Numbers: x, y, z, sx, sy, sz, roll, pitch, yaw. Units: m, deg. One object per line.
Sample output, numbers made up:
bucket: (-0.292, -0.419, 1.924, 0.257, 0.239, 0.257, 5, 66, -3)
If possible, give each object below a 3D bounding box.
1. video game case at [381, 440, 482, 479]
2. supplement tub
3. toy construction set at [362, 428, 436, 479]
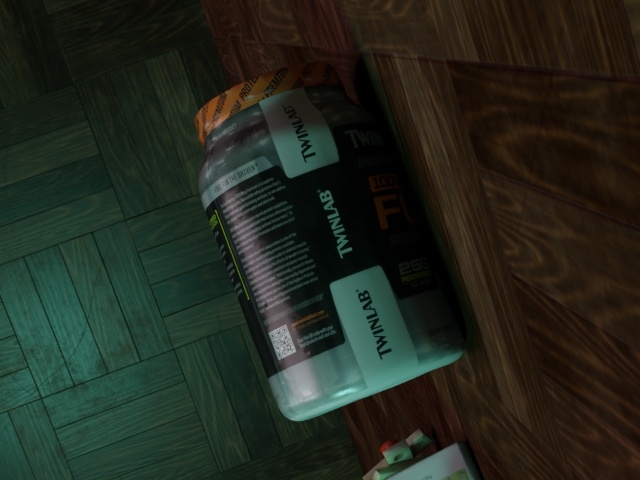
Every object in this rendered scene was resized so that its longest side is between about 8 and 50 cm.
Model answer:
video game case: (0.124, 0.363, 1.379, 0.023, 0.193, 0.212, 9, -127, -56)
supplement tub: (0.000, 0.000, 1.193, 0.193, 0.193, 0.316, 108, 141, -80)
toy construction set: (0.108, 0.386, 1.510, 0.151, 0.215, 0.328, 22, -155, -32)
